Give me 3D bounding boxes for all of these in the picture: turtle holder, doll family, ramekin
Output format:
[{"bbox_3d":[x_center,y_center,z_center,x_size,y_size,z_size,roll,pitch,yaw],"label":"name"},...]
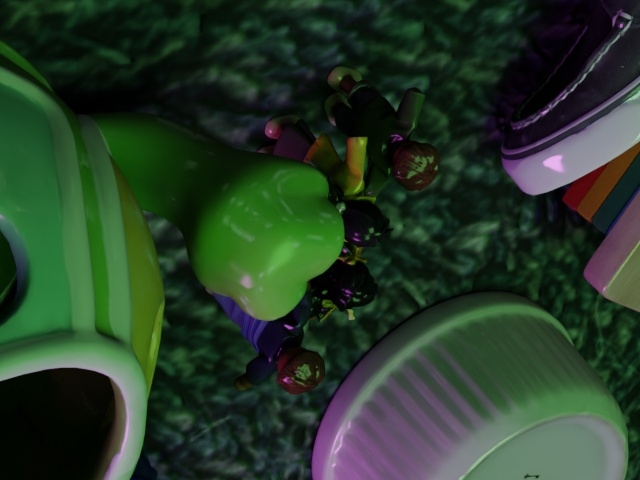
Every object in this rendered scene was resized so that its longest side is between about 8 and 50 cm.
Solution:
[{"bbox_3d":[-0.165,0.037,0.692,0.320,0.227,0.243,12,111,-48],"label":"turtle holder"},{"bbox_3d":[0.000,0.000,0.872,0.076,0.111,0.193,-3,124,-34],"label":"doll family"},{"bbox_3d":[0.109,0.147,1.065,0.207,0.109,0.207,-19,132,-23],"label":"ramekin"}]

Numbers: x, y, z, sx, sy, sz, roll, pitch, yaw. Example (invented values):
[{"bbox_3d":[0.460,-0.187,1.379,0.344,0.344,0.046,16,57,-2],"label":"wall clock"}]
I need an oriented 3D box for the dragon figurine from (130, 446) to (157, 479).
[{"bbox_3d":[-0.098,0.175,0.874,0.085,0.289,0.144,-37,174,-3],"label":"dragon figurine"}]

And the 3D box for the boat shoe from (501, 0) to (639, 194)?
[{"bbox_3d":[0.202,-0.155,0.913,0.102,0.108,0.301,42,108,-14],"label":"boat shoe"}]

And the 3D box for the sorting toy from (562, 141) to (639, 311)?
[{"bbox_3d":[0.305,-0.060,1.059,0.255,0.089,0.257,20,109,-43],"label":"sorting toy"}]
